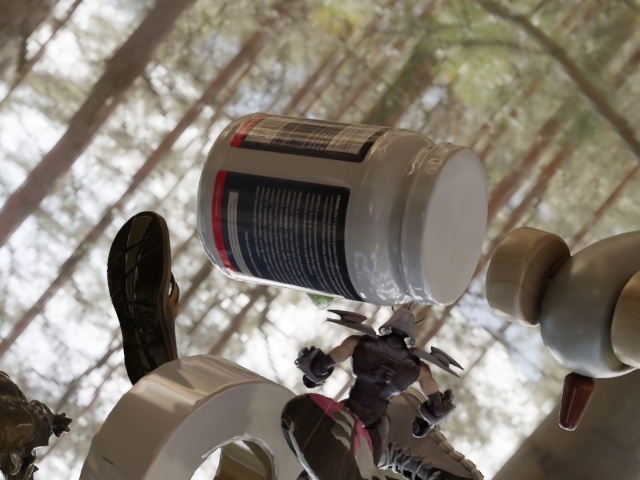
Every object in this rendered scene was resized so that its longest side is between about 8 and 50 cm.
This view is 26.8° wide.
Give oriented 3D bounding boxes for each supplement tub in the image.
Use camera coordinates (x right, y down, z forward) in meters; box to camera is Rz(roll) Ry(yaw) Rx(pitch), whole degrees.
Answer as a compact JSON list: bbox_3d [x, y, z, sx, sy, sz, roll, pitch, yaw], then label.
[{"bbox_3d":[0.022,-0.033,1.442,0.272,0.191,0.191,10,166,28],"label":"supplement tub"}]

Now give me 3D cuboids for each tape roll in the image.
[{"bbox_3d":[-0.137,0.277,1.529,0.100,0.286,0.286,21,169,41],"label":"tape roll"}]

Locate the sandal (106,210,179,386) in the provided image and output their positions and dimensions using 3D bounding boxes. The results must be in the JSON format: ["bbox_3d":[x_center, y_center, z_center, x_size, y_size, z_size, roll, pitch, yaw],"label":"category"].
[{"bbox_3d":[-0.194,0.075,1.576,0.060,0.090,0.219,-13,-87,-61],"label":"sandal"}]

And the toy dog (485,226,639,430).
[{"bbox_3d":[0.290,0.066,1.177,0.334,0.160,0.220,-4,-157,-28],"label":"toy dog"}]

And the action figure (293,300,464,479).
[{"bbox_3d":[0.044,0.195,1.482,0.185,0.285,0.099,22,174,10],"label":"action figure"}]

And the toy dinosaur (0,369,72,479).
[{"bbox_3d":[-0.393,0.190,1.574,0.313,0.121,0.160,37,162,33],"label":"toy dinosaur"}]

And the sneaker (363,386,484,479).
[{"bbox_3d":[0.104,0.279,1.629,0.132,0.086,0.228,-6,-139,-32],"label":"sneaker"}]

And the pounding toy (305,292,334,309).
[{"bbox_3d":[0.000,0.000,2.109,0.183,0.110,0.237,64,-174,18],"label":"pounding toy"}]

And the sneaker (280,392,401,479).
[{"bbox_3d":[0.013,0.214,1.218,0.077,0.072,0.178,-8,124,49],"label":"sneaker"}]
